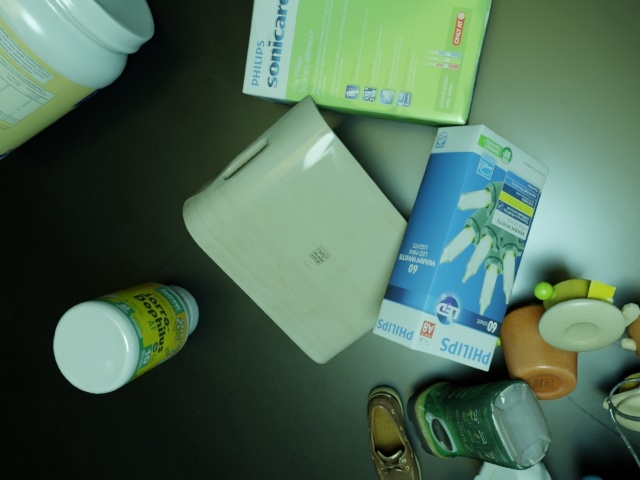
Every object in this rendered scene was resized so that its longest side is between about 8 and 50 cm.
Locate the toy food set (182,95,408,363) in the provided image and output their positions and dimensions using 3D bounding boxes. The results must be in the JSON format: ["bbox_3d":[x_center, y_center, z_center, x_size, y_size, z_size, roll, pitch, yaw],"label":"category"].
[{"bbox_3d":[0.000,0.000,0.764,0.219,0.092,0.306,-37,110,14],"label":"toy food set"}]

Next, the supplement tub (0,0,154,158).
[{"bbox_3d":[-0.425,-0.278,0.797,0.331,0.241,0.241,-27,88,15],"label":"supplement tub"}]

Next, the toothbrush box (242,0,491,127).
[{"bbox_3d":[0.064,-0.264,0.735,0.283,0.122,0.206,11,99,12],"label":"toothbrush box"}]

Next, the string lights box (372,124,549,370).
[{"bbox_3d":[0.170,0.010,0.695,0.133,0.076,0.260,21,85,-32],"label":"string lights box"}]

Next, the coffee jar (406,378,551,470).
[{"bbox_3d":[0.189,0.226,0.728,0.079,0.184,0.096,-22,88,-29],"label":"coffee jar"}]

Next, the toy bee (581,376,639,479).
[{"bbox_3d":[0.348,0.332,0.652,0.195,0.162,0.298,-22,113,21],"label":"toy bee"}]

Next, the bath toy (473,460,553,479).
[{"bbox_3d":[0.195,0.424,0.768,0.129,0.151,0.348,28,99,-25],"label":"bath toy"}]

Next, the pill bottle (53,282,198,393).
[{"bbox_3d":[-0.255,0.123,0.808,0.117,0.208,0.118,1,96,15],"label":"pill bottle"}]

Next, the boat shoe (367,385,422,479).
[{"bbox_3d":[0.098,0.298,0.811,0.064,0.060,0.178,-13,92,15],"label":"boat shoe"}]

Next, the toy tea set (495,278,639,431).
[{"bbox_3d":[0.377,0.125,0.702,0.336,0.124,0.200,19,135,-6],"label":"toy tea set"}]
